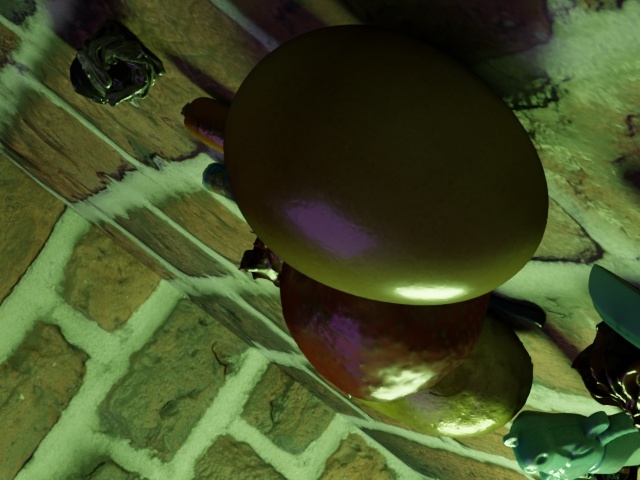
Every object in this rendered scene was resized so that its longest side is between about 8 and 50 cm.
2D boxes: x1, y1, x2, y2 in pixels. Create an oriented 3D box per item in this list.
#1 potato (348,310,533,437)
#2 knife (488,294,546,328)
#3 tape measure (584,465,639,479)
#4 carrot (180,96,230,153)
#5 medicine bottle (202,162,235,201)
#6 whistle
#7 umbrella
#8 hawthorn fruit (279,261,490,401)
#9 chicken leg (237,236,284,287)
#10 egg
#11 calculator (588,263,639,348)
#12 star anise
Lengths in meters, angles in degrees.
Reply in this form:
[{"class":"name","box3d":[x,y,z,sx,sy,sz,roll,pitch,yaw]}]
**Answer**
[{"class":"potato","box3d":[0.189,0.188,1.760,0.266,0.229,0.229,19,161,18]},{"class":"knife","box3d":[0.270,0.097,1.645,0.121,0.018,0.031,21,167,46]},{"class":"tape measure","box3d":[0.481,0.371,1.914,0.094,0.091,0.054,20,175,-10]},{"class":"carrot","box3d":[-0.098,-0.134,1.643,0.225,0.067,0.067,32,165,10]},{"class":"medicine bottle","box3d":[-0.114,-0.079,1.888,0.191,0.051,0.051,22,161,39]},{"class":"whistle","box3d":[0.386,0.304,1.733,0.273,0.093,0.186,9,133,-25]},{"class":"umbrella","box3d":[-0.317,-0.258,1.734,0.113,0.106,0.357,50,170,-17]},{"class":"hawthorn fruit","box3d":[0.074,0.066,1.505,0.275,0.275,0.299,20,164,47]},{"class":"chicken leg","box3d":[0.000,0.000,1.780,0.158,0.096,0.407,22,159,-14]},{"class":"egg","box3d":[0.063,-0.068,1.115,0.322,0.250,0.250,26,164,10]},{"class":"calculator","box3d":[0.435,0.147,1.112,0.256,0.054,0.386,25,-173,-42]},{"class":"star anise","box3d":[0.405,0.186,1.398,0.220,0.125,0.190,56,157,12]}]
